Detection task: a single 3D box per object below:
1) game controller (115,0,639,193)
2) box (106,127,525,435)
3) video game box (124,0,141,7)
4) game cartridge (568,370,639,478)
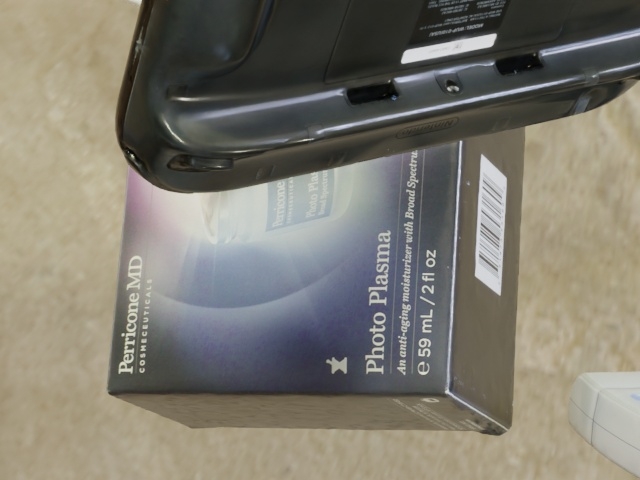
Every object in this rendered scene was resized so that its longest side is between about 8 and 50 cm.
[{"bbox_3d":[0.056,-0.111,0.929,0.067,0.319,0.166,48,139,38],"label":"game controller"},{"bbox_3d":[0.000,0.000,1.628,0.294,0.183,0.296,-2,75,22],"label":"box"},{"bbox_3d":[-0.049,-0.228,1.238,0.187,0.048,0.205,20,93,-20],"label":"video game box"},{"bbox_3d":[0.327,0.156,1.485,0.198,0.297,0.062,5,100,-29],"label":"game cartridge"}]
